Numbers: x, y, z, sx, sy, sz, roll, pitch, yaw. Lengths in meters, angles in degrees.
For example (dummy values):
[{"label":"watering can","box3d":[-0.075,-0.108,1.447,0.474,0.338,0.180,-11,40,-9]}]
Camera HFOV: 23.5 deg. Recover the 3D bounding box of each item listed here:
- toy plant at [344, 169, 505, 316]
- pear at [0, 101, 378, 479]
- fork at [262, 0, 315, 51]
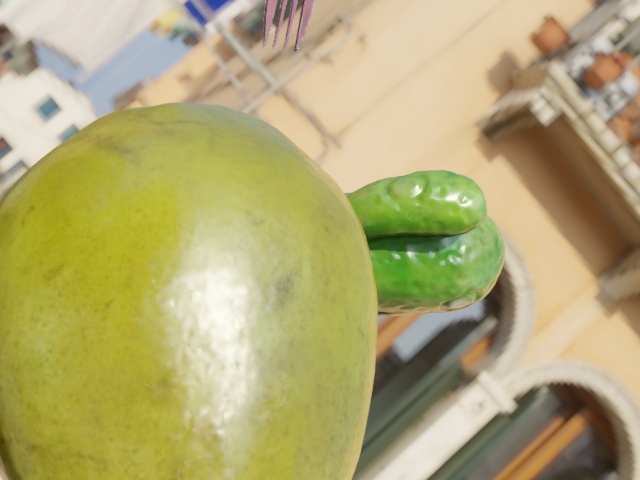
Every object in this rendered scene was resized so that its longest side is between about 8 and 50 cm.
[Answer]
[{"label":"toy plant","box3d":[0.000,0.000,1.236,0.224,0.315,0.184,136,-49,-56]},{"label":"pear","box3d":[-0.087,0.068,0.936,0.253,0.253,0.307,82,-2,-68]},{"label":"fork","box3d":[-0.003,-0.111,0.451,0.016,0.115,0.012,7,-5,-4]}]
